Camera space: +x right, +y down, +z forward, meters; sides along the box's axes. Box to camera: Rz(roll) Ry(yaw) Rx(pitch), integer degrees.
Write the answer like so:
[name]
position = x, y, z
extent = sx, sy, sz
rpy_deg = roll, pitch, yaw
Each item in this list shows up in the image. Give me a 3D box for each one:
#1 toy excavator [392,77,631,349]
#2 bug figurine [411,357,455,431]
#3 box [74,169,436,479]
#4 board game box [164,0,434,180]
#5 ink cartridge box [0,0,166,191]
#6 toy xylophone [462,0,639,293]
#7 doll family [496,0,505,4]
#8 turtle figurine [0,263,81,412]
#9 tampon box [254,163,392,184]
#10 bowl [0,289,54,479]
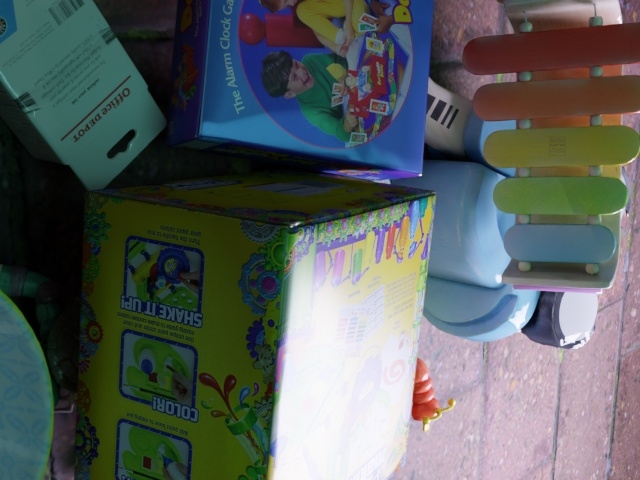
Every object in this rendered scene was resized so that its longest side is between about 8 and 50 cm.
[toy excavator]
position = 0.167, -0.108, 1.034
extent = 0.445, 0.222, 0.433
rpy_deg = 18, 85, -40
[bug figurine]
position = 0.046, 0.180, 1.022
extent = 0.279, 0.072, 0.216
rpy_deg = -29, 103, -41
[box]
position = -0.042, 0.093, 0.729
extent = 0.290, 0.177, 0.279
rpy_deg = -15, 112, -63
[board game box]
position = -0.007, -0.244, 0.795
extent = 0.233, 0.078, 0.347
rpy_deg = 7, 86, -30
[ink cartridge box]
position = -0.216, -0.136, 0.697
extent = 0.104, 0.060, 0.180
rpy_deg = -51, 132, -26
[toy xylophone]
position = 0.284, -0.107, 0.900
extent = 0.081, 0.236, 0.323
rpy_deg = -7, 90, -65
[doll family]
position = 0.296, -0.365, 1.186
extent = 0.111, 0.076, 0.193
rpy_deg = 1, 97, -43
[turtle figurine]
position = -0.203, 0.081, 0.737
extent = 0.234, 0.118, 0.175
rpy_deg = -43, 129, -39
[tampon box]
position = 0.000, 0.000, 0.938
extent = 0.120, 0.101, 0.161
rpy_deg = -9, 106, -47
[bowl]
position = -0.343, 0.126, 0.558
extent = 0.289, 0.156, 0.290
rpy_deg = -15, 110, -44
